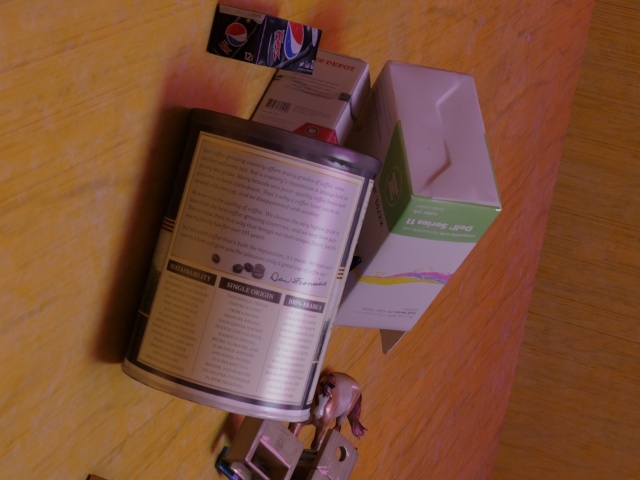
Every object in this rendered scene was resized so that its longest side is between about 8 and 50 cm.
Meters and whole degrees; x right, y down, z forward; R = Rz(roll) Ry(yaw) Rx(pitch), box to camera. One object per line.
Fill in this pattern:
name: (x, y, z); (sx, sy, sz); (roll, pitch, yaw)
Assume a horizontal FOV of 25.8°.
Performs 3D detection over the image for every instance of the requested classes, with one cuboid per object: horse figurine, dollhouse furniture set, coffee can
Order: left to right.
coffee can: (-0.070, 0.024, 1.422); (0.201, 0.202, 0.275); (12, 94, -72)
dollhouse furniture set: (-0.065, 0.281, 1.849); (0.183, 0.129, 0.129); (49, 53, -34)
horse figurine: (0.011, 0.260, 2.095); (0.263, 0.066, 0.174); (-9, 120, -68)

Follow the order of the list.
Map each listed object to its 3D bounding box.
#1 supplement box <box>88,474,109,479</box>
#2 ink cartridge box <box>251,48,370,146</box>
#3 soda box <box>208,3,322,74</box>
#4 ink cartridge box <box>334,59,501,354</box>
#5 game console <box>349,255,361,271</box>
supplement box: (-0.199, 0.381, 1.462); (0.191, 0.129, 0.194); (73, 37, -60)
ink cartridge box: (-0.011, -0.152, 1.614); (0.056, 0.099, 0.135); (78, 33, -55)
soda box: (-0.056, -0.212, 1.492); (0.169, 0.060, 0.053); (-9, 113, -70)
ink cartridge box: (0.081, -0.027, 1.720); (0.353, 0.119, 0.207); (120, -31, -50)
game console: (-0.006, 0.076, 1.599); (0.071, 0.107, 0.122); (68, 24, -5)
